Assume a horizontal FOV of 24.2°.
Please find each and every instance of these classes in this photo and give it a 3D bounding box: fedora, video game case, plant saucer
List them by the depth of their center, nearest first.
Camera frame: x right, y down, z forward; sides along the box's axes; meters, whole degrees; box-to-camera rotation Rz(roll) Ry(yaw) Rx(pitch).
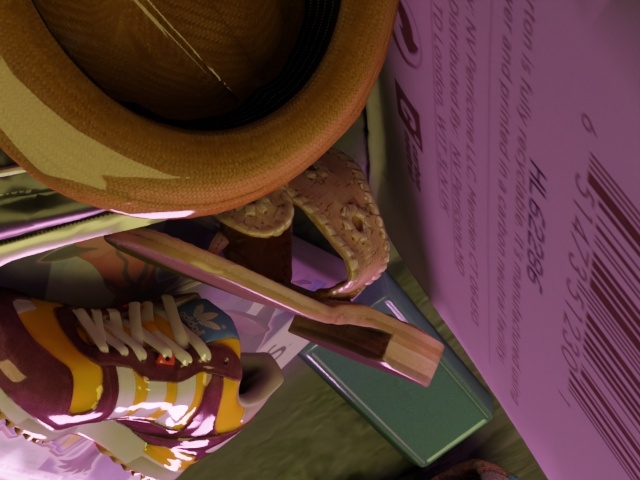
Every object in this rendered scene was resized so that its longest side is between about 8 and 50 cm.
[{"bbox_3d":[-0.062,-0.102,0.491,0.194,0.079,0.194,-6,100,-34],"label":"fedora"},{"bbox_3d":[-0.100,0.050,0.709,0.183,0.023,0.201,-45,141,15],"label":"video game case"},{"bbox_3d":[0.046,0.079,0.851,0.067,0.018,0.192,-36,142,4],"label":"plant saucer"}]

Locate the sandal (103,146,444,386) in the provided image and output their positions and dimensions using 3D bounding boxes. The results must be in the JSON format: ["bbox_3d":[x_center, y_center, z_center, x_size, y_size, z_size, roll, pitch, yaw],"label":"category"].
[{"bbox_3d":[-0.005,-0.002,0.662,0.240,0.088,0.079,31,78,-56],"label":"sandal"}]

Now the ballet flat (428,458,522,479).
[{"bbox_3d":[-0.011,0.248,0.935,0.348,0.123,0.123,-31,143,-1],"label":"ballet flat"}]

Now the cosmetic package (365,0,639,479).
[{"bbox_3d":[0.253,-0.076,0.572,0.394,0.327,0.329,-22,142,-13],"label":"cosmetic package"}]

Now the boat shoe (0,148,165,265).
[{"bbox_3d":[-0.092,-0.049,0.555,0.233,0.084,0.079,-20,131,-18],"label":"boat shoe"}]

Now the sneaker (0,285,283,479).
[{"bbox_3d":[-0.084,0.047,0.645,0.084,0.069,0.185,-36,152,8],"label":"sneaker"}]
